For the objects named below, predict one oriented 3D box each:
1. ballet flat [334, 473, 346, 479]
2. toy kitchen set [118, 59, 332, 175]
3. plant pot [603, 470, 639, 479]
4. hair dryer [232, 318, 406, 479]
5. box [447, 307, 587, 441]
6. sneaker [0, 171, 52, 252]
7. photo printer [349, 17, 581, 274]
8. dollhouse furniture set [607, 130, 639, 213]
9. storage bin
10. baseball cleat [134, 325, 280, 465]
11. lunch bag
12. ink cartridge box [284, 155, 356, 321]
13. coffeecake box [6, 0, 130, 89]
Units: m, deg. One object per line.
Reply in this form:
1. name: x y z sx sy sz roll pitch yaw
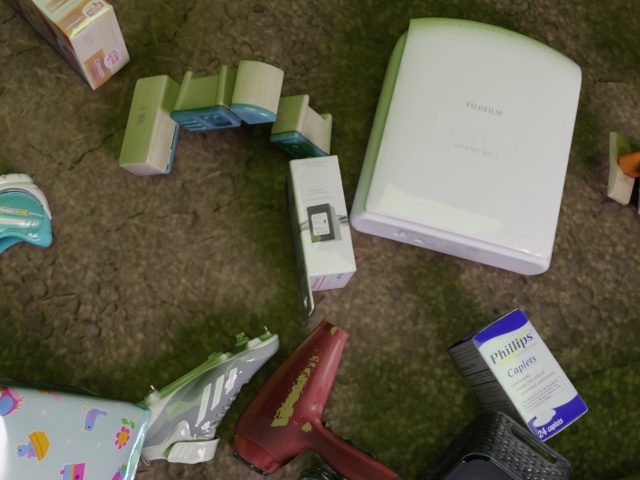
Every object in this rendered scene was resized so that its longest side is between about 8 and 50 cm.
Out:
1. ballet flat: 0.019 0.353 0.921 0.052 0.057 0.168 18 77 -29
2. toy kitchen set: -0.116 -0.127 1.022 0.207 0.166 0.122 -1 71 32
3. plant pot: 0.457 0.365 0.823 0.352 0.366 0.367 -5 76 6
4. hair dryer: 0.009 0.234 0.906 0.223 0.080 0.294 -10 70 10
5. box: 0.227 0.161 0.944 0.072 0.126 0.137 -31 81 -11
6. sneaker: -0.450 0.014 0.937 0.275 0.107 0.110 -25 89 -11
7. photo printer: 0.194 -0.133 1.027 0.256 0.107 0.308 16 75 -1
8. dollhouse furniture set: 0.532 -0.112 0.994 0.259 0.262 0.135 19 69 -35
9. storage bin: 0.174 0.289 0.875 0.122 0.084 0.180 36 120 4
10. baseball cleat: -0.125 0.190 0.944 0.205 0.072 0.109 -28 93 -7
11. lunch bag: -0.315 0.274 0.808 0.160 0.223 0.262 6 77 34
12. ink cartridge box: 0.000 0.000 0.977 0.060 0.104 0.180 -7 77 -8
13. coffeecake box: -0.333 -0.298 1.003 0.068 0.142 0.185 -44 83 -13
